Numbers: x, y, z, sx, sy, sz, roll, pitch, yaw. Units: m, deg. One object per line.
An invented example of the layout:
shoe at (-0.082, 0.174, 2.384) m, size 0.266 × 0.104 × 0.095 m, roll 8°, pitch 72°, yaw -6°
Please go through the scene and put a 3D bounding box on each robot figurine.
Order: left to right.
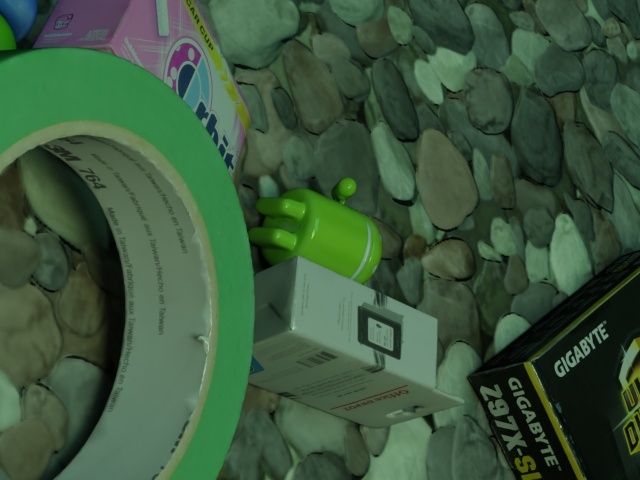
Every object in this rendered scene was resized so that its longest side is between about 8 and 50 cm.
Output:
robot figurine at (0.000, 0.000, 1.013) m, size 0.115 × 0.067 × 0.101 m, roll 23°, pitch 76°, yaw -37°

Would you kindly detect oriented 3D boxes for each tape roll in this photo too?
tape roll at (-0.160, 0.051, 0.746) m, size 0.321 × 0.077 × 0.321 m, roll -5°, pitch 96°, yaw -58°

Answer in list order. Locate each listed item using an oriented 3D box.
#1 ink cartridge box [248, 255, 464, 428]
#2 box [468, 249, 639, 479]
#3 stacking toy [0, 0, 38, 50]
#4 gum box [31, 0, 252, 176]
ink cartridge box at (0.014, 0.081, 0.966) m, size 0.180 × 0.104 × 0.060 m, roll 26°, pitch 56°, yaw -36°
box at (0.301, 0.172, 1.232) m, size 0.322 × 0.079 × 0.257 m, roll -28°, pitch 95°, yaw -47°
stacking toy at (-0.243, -0.116, 0.795) m, size 0.141 × 0.141 × 0.330 m, roll 25°, pitch 64°, yaw -35°
gum box at (-0.114, -0.103, 0.898) m, size 0.188 × 0.062 × 0.107 m, roll 65°, pitch 34°, yaw -46°
